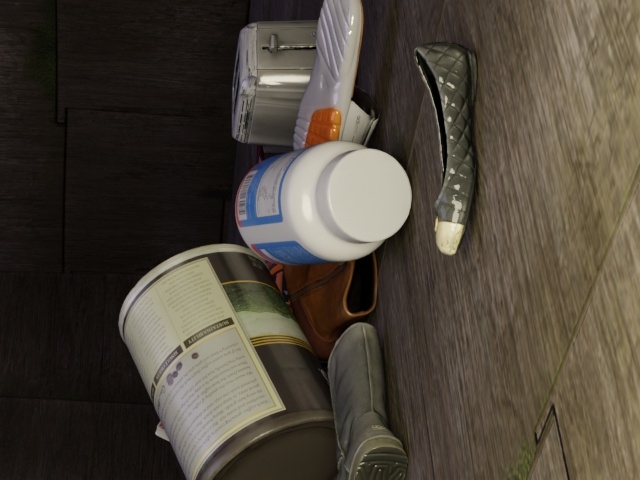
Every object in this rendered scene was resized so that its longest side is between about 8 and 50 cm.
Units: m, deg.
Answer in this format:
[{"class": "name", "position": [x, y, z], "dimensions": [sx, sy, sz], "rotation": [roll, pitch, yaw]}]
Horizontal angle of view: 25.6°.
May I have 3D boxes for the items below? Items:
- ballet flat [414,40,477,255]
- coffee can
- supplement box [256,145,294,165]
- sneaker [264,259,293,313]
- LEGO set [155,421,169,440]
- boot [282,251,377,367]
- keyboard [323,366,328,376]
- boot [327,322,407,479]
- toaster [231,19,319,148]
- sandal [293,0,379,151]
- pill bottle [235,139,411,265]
[{"class": "ballet flat", "position": [0.097, -0.073, 1.114], "dimensions": [0.057, 0.049, 0.173], "rotation": [118, 153, -76]}, {"class": "coffee can", "position": [-0.098, 0.169, 1.648], "dimensions": [0.202, 0.201, 0.275], "rotation": [100, 148, -46]}, {"class": "supplement box", "position": [-0.068, -0.070, 2.344], "dimensions": [0.239, 0.073, 0.130], "rotation": [-103, 16, -67]}, {"class": "sneaker", "position": [-0.069, 0.138, 2.192], "dimensions": [0.321, 0.124, 0.180], "rotation": [118, 160, -49]}, {"class": "LEGO set", "position": [-0.079, 0.265, 1.786], "dimensions": [0.182, 0.244, 0.060], "rotation": [-60, -5, -67]}, {"class": "boot", "position": [0.000, 0.000, 1.692], "dimensions": [0.280, 0.096, 0.264], "rotation": [113, 158, -68]}, {"class": "keyboard", "position": [0.008, 0.203, 1.797], "dimensions": [0.192, 0.038, 0.100], "rotation": [-124, 37, -79]}, {"class": "boot", "position": [0.033, 0.213, 1.447], "dimensions": [0.208, 0.076, 0.190], "rotation": [-114, 40, -59]}, {"class": "toaster", "position": [-0.039, -0.200, 1.860], "dimensions": [0.227, 0.146, 0.129], "rotation": [107, 164, -64]}, {"class": "sandal", "position": [0.033, -0.160, 1.574], "dimensions": [0.102, 0.076, 0.265], "rotation": [-120, 33, -44]}, {"class": "pill bottle", "position": [0.005, -0.038, 1.452], "dimensions": [0.221, 0.124, 0.124], "rotation": [176, 97, -66]}]
